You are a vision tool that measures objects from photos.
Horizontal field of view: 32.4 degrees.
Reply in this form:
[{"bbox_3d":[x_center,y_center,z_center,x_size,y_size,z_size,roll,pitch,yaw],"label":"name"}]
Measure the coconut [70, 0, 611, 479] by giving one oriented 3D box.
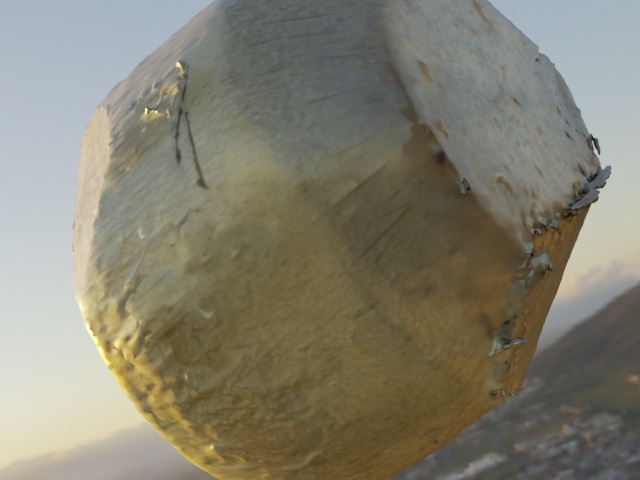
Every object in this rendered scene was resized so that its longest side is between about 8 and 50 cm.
[{"bbox_3d":[0.000,0.000,0.770,0.360,0.346,0.346,-34,-15,34],"label":"coconut"}]
